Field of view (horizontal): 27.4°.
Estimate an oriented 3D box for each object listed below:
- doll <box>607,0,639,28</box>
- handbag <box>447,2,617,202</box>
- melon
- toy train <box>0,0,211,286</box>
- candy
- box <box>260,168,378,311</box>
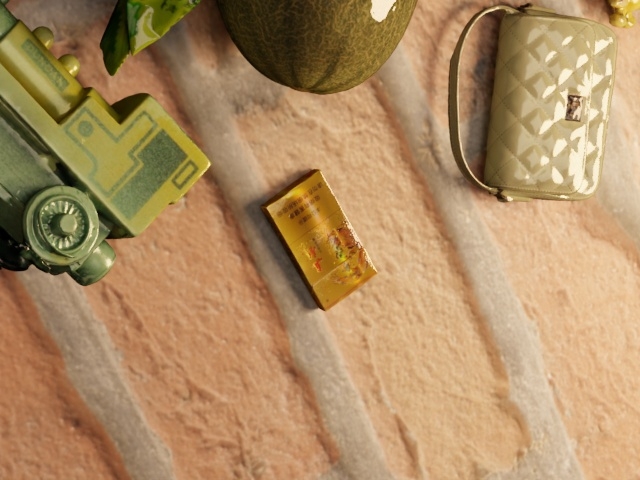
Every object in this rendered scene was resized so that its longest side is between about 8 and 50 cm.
[{"bbox_3d":[0.413,-0.423,1.704,0.117,0.086,0.291,-4,101,-54],"label":"doll"},{"bbox_3d":[0.263,-0.174,1.671,0.219,0.079,0.256,4,93,-22],"label":"handbag"},{"bbox_3d":[-0.003,-0.312,1.437,0.237,0.237,0.302,3,94,-25],"label":"melon"},{"bbox_3d":[-0.317,-0.130,1.372,0.369,0.150,0.237,49,67,-22],"label":"toy train"},{"bbox_3d":[-0.145,-0.286,1.343,0.069,0.149,0.246,26,129,-17],"label":"candy"},{"bbox_3d":[0.000,0.000,1.596,0.089,0.022,0.156,-34,109,-17],"label":"box"}]
